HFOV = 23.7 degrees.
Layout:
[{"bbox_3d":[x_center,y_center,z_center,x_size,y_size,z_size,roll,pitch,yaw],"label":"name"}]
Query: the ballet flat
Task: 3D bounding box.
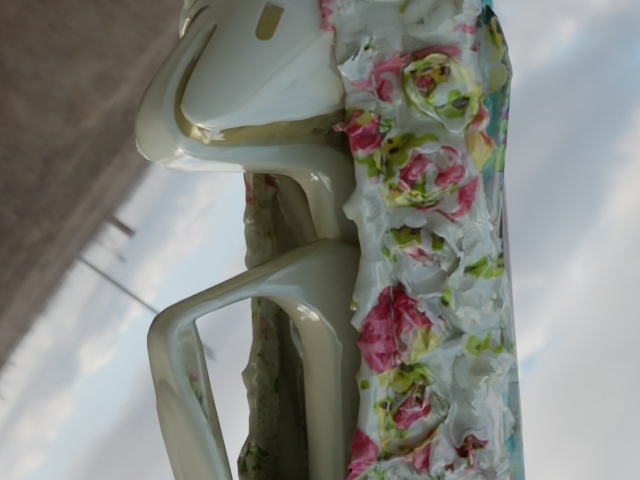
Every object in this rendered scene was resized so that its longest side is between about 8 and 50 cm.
[{"bbox_3d":[0.000,0.000,0.330,0.091,0.077,0.241,164,-79,-65],"label":"ballet flat"}]
